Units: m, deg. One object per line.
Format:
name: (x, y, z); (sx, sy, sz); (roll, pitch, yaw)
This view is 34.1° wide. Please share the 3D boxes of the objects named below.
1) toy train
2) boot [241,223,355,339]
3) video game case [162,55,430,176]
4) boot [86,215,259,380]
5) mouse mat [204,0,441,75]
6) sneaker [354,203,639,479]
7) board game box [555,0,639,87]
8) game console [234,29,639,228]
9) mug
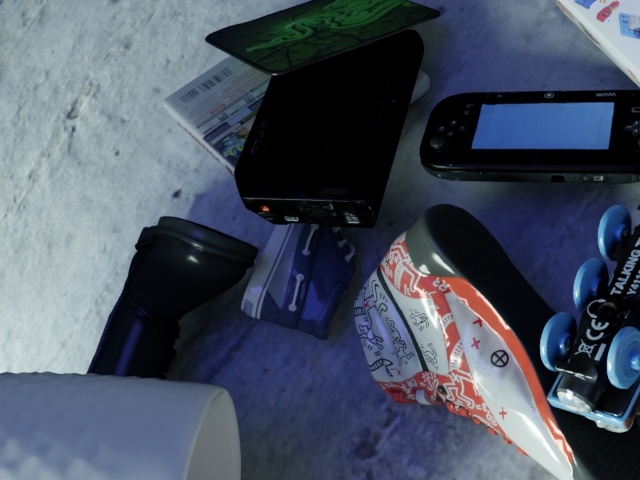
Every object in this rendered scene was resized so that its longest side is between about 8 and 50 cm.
toy train: (0.229, 0.055, 0.752); (0.080, 0.105, 0.184); (11, 61, 45)
boot: (0.000, 0.000, 0.982); (0.086, 0.069, 0.190); (21, 70, 6)
video game case: (-0.026, -0.141, 1.018); (0.201, 0.023, 0.183); (-36, 52, -15)
boot: (-0.150, 0.089, 0.977); (0.246, 0.094, 0.207); (-6, 65, 67)
mouse mat: (0.000, -0.204, 0.993); (0.189, 0.007, 0.152); (-23, 33, -23)
sneaker: (0.133, 0.114, 0.836); (0.270, 0.090, 0.145); (54, 135, 14)
board game box: (0.345, -0.152, 0.778); (0.193, 0.053, 0.305); (-43, 65, 12)
game console: (0.113, -0.103, 0.896); (0.361, 0.044, 0.213); (2, 53, 20)
mug: (-0.248, 0.281, 0.869); (0.328, 0.374, 0.276); (3, 38, 6)
